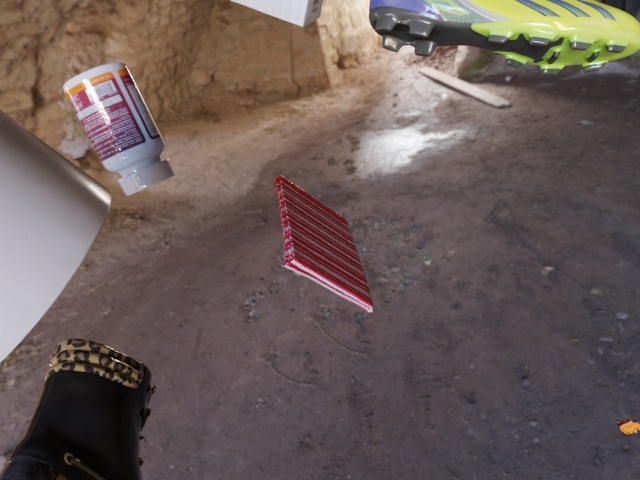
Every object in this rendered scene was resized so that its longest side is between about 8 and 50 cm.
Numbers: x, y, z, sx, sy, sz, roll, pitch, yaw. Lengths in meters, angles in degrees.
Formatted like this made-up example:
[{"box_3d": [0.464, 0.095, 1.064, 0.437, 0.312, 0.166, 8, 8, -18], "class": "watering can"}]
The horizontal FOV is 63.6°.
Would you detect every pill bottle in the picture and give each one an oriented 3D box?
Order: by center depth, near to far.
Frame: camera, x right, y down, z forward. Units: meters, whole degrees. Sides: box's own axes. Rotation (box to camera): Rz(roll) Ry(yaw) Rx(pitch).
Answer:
[{"box_3d": [-0.366, -0.203, 0.957, 0.121, 0.221, 0.121, -21, 15, 6], "class": "pill bottle"}]

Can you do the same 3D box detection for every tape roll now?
[{"box_3d": [-0.346, -0.004, 0.488, 0.246, 0.169, 0.246, -32, 35, 25], "class": "tape roll"}]

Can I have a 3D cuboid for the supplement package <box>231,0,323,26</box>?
[{"box_3d": [-0.088, -0.549, 1.108, 0.179, 0.105, 0.105, 24, 40, 9], "class": "supplement package"}]

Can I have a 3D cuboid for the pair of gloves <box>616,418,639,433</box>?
[{"box_3d": [0.504, 0.279, 0.792, 0.083, 0.074, 0.010, -34, 43, 27], "class": "pair of gloves"}]

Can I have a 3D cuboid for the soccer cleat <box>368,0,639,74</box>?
[{"box_3d": [0.195, -0.255, 0.552, 0.289, 0.121, 0.093, 14, -2, 15], "class": "soccer cleat"}]

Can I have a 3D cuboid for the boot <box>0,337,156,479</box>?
[{"box_3d": [-0.286, 0.340, 0.747, 0.138, 0.377, 0.284, -28, 38, 14], "class": "boot"}]

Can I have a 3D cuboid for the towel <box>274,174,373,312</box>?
[{"box_3d": [0.000, 0.000, 0.964, 0.031, 0.199, 0.275, -45, 32, 23], "class": "towel"}]
